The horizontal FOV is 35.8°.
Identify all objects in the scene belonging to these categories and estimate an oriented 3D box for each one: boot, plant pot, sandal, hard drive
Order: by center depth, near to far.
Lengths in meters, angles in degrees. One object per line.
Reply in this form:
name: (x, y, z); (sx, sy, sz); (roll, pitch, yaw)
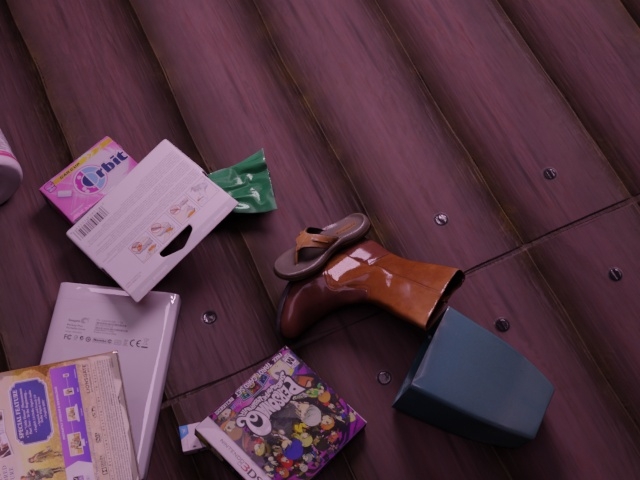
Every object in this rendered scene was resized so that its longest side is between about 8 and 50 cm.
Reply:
plant pot: (0.278, 0.260, 1.754); (0.234, 0.165, 0.165); (27, 67, 4)
boot: (0.088, 0.117, 1.819); (0.280, 0.096, 0.264); (21, 51, 36)
hard drive: (-0.403, 0.256, 1.829); (0.233, 0.047, 0.353); (6, 64, 4)
sandal: (0.000, 0.000, 1.860); (0.219, 0.060, 0.090); (-31, 36, -18)

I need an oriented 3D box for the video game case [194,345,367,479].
video game case: (-0.070, 0.335, 1.770); (0.210, 0.042, 0.232); (43, 65, 15)

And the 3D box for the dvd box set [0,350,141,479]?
dvd box set: (-0.507, 0.366, 1.587); (0.421, 0.062, 0.307); (-10, 76, -16)

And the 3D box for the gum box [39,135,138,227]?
gum box: (-0.455, -0.115, 2.003); (0.188, 0.062, 0.107); (-42, 70, -17)

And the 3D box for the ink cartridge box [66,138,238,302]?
ink cartridge box: (-0.318, -0.033, 1.920); (0.275, 0.060, 0.239); (-45, 62, -9)

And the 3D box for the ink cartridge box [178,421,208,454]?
ink cartridge box: (-0.209, 0.352, 1.788); (0.083, 0.028, 0.048); (-12, 65, -6)

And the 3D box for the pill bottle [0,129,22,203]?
pill bottle: (-0.729, -0.208, 1.999); (0.160, 0.160, 0.283); (-29, 66, -12)

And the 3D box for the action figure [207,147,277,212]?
action figure: (-0.210, -0.091, 1.987); (0.232, 0.063, 0.137); (-14, 66, 2)
